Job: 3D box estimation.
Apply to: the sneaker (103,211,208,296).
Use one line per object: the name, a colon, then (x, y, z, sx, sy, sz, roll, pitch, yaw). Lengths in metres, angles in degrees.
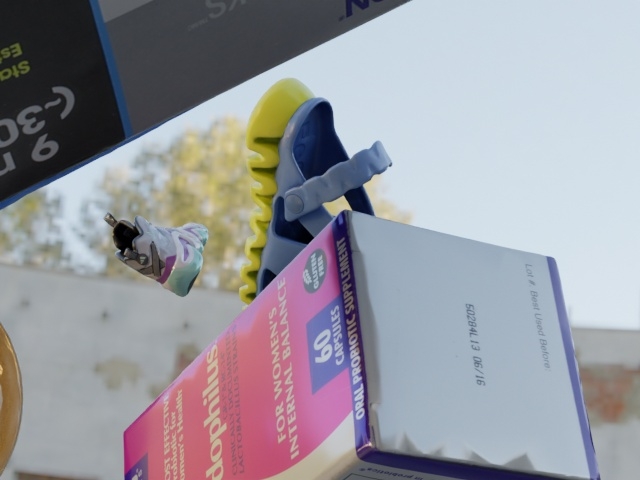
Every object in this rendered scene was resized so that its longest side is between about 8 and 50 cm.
sneaker: (-0.111, -0.001, 1.065, 0.069, 0.038, 0.098, 27, 9, -9)

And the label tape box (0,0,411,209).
label tape box: (-0.068, -0.121, 0.585, 0.249, 0.115, 0.348, -28, -35, -14)

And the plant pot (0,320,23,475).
plant pot: (-0.323, 0.111, 1.107, 0.236, 0.236, 0.032, 10, -32, -11)

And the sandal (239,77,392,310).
sandal: (0.000, 0.000, 1.636, 0.138, 0.126, 0.317, 18, -54, 28)

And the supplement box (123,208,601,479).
supplement box: (0.006, 0.096, 0.722, 0.114, 0.111, 0.220, 12, -37, -27)
